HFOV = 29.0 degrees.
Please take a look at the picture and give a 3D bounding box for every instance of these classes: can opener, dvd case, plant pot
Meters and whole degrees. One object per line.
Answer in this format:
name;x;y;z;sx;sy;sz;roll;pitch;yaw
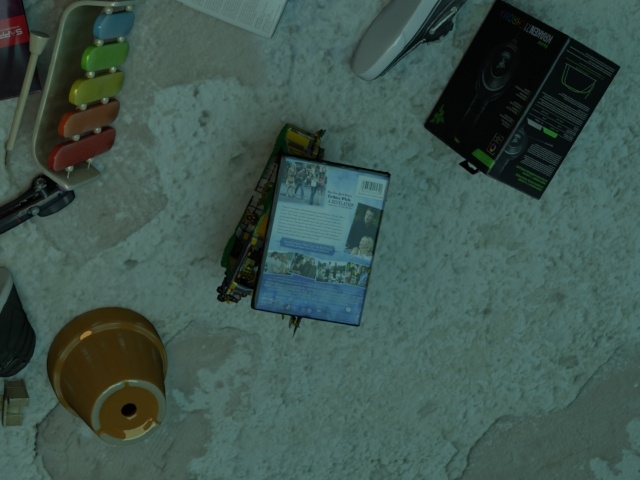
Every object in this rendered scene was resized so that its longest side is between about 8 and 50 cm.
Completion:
can opener;-0.484;-0.045;1.982;0.186;0.059;0.073;-29;123;-8
dvd case;0.000;0.000;1.951;0.180;0.022;0.253;10;97;-12
plant pot;-0.348;0.246;2.106;0.205;0.188;0.205;-10;118;-19

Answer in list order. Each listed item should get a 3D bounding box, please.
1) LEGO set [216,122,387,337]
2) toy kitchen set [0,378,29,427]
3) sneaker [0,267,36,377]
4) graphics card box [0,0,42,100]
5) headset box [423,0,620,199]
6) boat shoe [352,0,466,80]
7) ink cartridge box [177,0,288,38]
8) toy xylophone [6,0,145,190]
LEGO set;-0.023;-0.018;2.079;0.192;0.255;0.331;23;97;-14
toy kitchen set;-0.540;0.290;2.112;0.068;0.075;0.083;0;110;-22
sneaker;-0.538;0.195;1.969;0.104;0.296;0.147;-4;132;21
graphics card box;-0.553;-0.368;1.774;0.233;0.094;0.371;-14;118;-16
headset box;0.334;-0.238;2.128;0.131;0.246;0.283;22;105;-31
boat shoe;0.177;-0.376;2.081;0.102;0.108;0.301;38;89;-31
ink cartridge box;-0.147;-0.445;1.934;0.232;0.066;0.189;22;114;-8
toy xylophone;-0.369;-0.227;1.867;0.081;0.236;0.323;22;117;11
